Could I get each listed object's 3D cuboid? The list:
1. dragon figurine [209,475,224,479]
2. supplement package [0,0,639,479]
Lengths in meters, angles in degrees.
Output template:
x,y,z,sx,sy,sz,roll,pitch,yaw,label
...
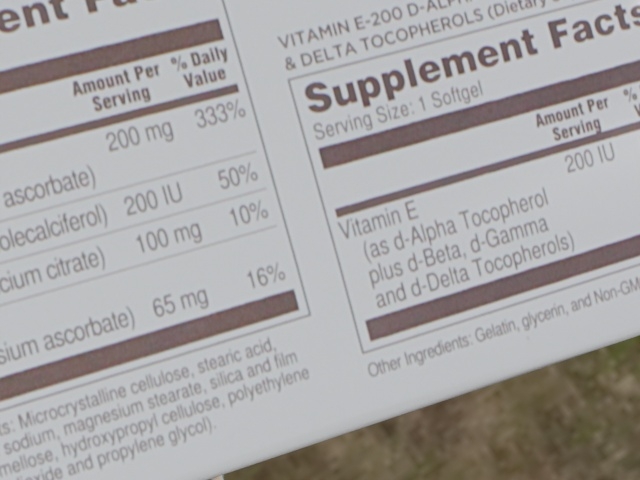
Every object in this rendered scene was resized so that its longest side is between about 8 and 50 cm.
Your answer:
x,y,z,sx,sy,sz,roll,pitch,yaw,label
0.058,0.143,0.636,0.289,0.085,0.144,29,10,-18,dragon figurine
-0.084,-0.018,0.403,0.204,0.262,0.145,171,-96,-69,supplement package
